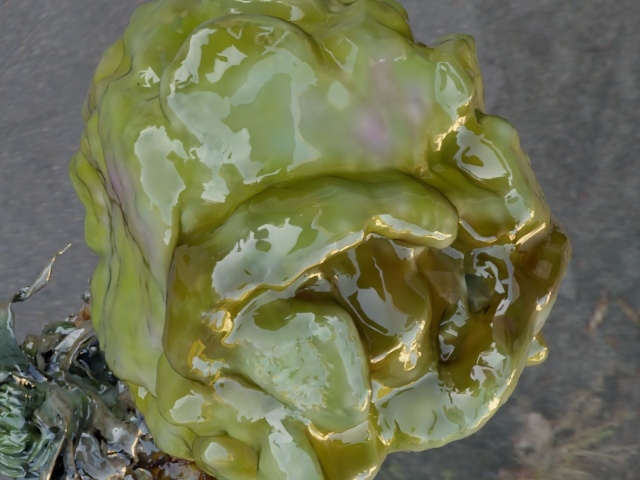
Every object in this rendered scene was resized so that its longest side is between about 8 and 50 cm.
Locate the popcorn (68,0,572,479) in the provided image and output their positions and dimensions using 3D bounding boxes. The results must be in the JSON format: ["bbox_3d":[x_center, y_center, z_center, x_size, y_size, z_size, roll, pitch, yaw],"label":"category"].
[{"bbox_3d":[0.000,0.000,0.735,0.212,0.259,0.259,-16,94,-23],"label":"popcorn"}]

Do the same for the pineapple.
[{"bbox_3d":[-0.170,0.133,1.265,0.262,0.271,0.263,0,89,22],"label":"pineapple"}]
